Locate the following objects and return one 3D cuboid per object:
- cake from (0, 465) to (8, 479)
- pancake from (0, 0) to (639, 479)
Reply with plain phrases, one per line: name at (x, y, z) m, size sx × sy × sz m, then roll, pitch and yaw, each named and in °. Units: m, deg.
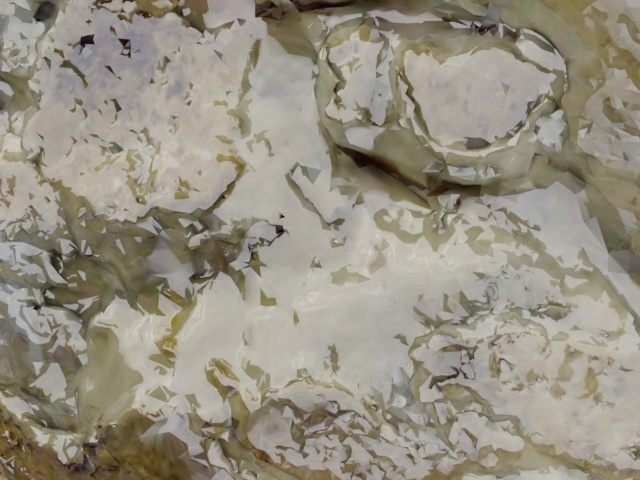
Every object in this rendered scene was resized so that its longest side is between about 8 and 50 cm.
cake at (-0.257, 0.201, 1.123) m, size 0.246 × 0.135 × 0.112 m, roll -20°, pitch 84°, yaw -30°
pancake at (0.001, -0.001, 0.495) m, size 0.387 × 0.082 × 0.387 m, roll 6°, pitch 109°, yaw 19°
